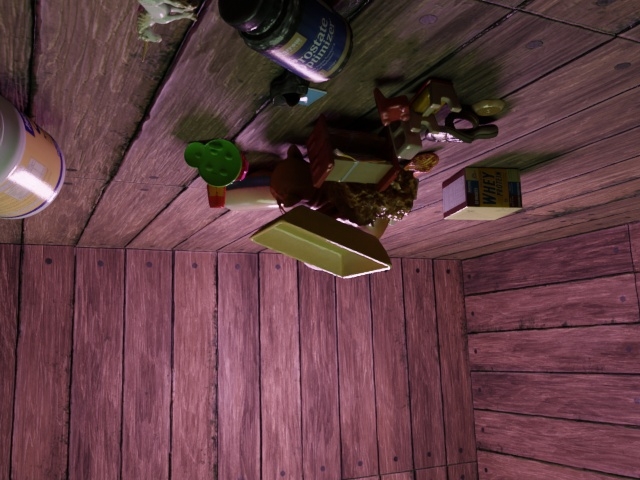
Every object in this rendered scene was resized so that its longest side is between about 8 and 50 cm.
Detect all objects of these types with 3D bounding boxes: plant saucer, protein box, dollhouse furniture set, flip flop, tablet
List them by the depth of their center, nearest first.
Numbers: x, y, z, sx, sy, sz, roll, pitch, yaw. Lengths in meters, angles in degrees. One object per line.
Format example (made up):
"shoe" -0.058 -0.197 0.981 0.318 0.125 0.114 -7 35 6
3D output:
"tablet" -0.029 -0.326 1.405 0.054 0.006 0.083 5 167 -33
"dollhouse furniture set" 0.131 -0.271 1.468 0.201 0.152 0.374 3 152 -25
"plant saucer" 0.406 -0.319 1.505 0.083 0.015 0.083 -2 171 0
"flip flop" 0.353 -0.284 1.535 0.112 0.080 0.277 12 -161 43
"plant saucer" 0.000 0.000 1.744 0.332 0.081 0.333 23 164 -17
"protein box" 0.548 -0.156 2.127 0.199 0.136 0.201 1 170 -11

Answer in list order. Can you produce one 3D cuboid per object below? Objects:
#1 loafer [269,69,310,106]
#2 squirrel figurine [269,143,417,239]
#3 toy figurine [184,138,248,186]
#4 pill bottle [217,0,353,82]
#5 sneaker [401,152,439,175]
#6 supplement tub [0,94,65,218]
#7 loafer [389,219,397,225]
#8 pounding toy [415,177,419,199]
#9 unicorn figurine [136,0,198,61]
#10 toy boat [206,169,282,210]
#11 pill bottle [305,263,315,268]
"loafer" -0.068 -0.311 1.315 0.062 0.061 0.170 0 171 -19
"squirrel figurine" 0.058 -0.150 1.793 0.370 0.281 0.396 20 163 -34
"toy figurine" -0.274 -0.215 1.748 0.173 0.130 0.159 18 -176 13
"pill bottle" -0.052 -0.340 0.976 0.122 0.123 0.219 -9 169 34
"sneaker" 0.298 -0.231 1.912 0.067 0.064 0.175 -42 -169 -39
"supplement tub" -0.730 -0.191 1.353 0.240 0.241 0.331 -2 170 -2
"loafer" 0.160 -0.121 2.146 0.268 0.092 0.102 21 -165 26
"pounding toy" 0.239 -0.191 2.041 0.141 0.100 0.130 6 -178 -26
"unicorn figurine" -0.256 -0.368 0.994 0.111 0.060 0.162 -2 154 5
"toy boat" -0.235 -0.171 1.934 0.267 0.148 0.318 -3 179 33
"pill bottle" 0.039 -0.012 2.588 0.228 0.229 0.407 0 170 -12
